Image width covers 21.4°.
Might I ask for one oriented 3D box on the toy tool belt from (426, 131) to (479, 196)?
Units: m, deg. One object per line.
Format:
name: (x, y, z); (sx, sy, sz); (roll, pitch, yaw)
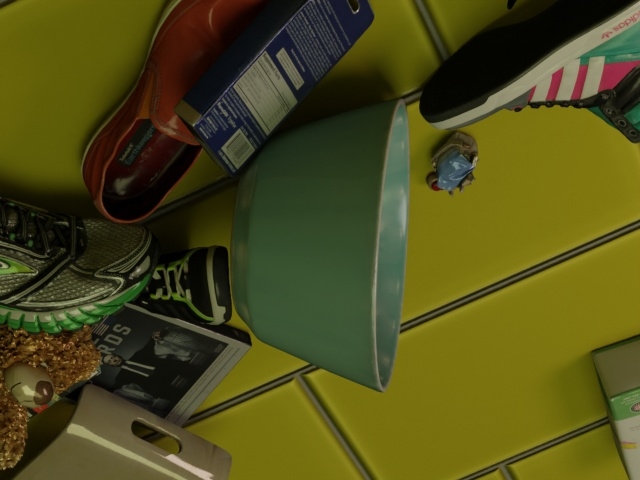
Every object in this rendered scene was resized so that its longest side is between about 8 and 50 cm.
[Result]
toy tool belt: (0.148, -0.077, 1.893); (0.052, 0.051, 0.083); (15, 127, -26)

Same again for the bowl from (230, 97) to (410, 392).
bowl: (0.000, 0.000, 1.786); (0.163, 0.311, 0.311); (4, 134, 7)

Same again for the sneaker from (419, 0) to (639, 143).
sneaker: (0.267, -0.163, 1.787); (0.295, 0.124, 0.178); (-27, 127, 26)

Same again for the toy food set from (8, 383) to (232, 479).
toy food set: (-0.288, 0.309, 2.104); (0.219, 0.092, 0.306); (31, 124, -26)

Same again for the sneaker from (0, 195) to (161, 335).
sneaker: (-0.339, 0.008, 1.767); (0.343, 0.134, 0.146); (1, 129, -5)

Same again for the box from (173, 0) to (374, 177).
box: (-0.042, -0.178, 1.687); (0.225, 0.036, 0.136); (-47, 156, -6)

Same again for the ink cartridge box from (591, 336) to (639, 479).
ink cartridge box: (0.456, 0.218, 2.224); (0.154, 0.093, 0.212); (-19, 133, 4)

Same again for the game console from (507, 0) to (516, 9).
game console: (0.240, -0.298, 1.699); (0.107, 0.071, 0.122); (-1, 133, -14)

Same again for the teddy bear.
teddy bear: (-0.417, 0.162, 1.887); (0.338, 0.113, 0.245); (-1, 119, 0)

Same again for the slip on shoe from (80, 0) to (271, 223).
slip on shoe: (-0.137, -0.145, 1.719); (0.123, 0.101, 0.331); (23, 121, -29)

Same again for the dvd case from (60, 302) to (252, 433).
dvd case: (-0.228, 0.138, 2.007); (0.238, 0.029, 0.179); (23, 122, -32)

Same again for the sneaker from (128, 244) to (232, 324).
sneaker: (-0.162, 0.054, 1.833); (0.097, 0.084, 0.234); (-4, 176, -19)

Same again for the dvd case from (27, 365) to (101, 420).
dvd case: (-0.329, 0.159, 1.969); (0.119, 0.013, 0.087); (-33, 130, 17)
